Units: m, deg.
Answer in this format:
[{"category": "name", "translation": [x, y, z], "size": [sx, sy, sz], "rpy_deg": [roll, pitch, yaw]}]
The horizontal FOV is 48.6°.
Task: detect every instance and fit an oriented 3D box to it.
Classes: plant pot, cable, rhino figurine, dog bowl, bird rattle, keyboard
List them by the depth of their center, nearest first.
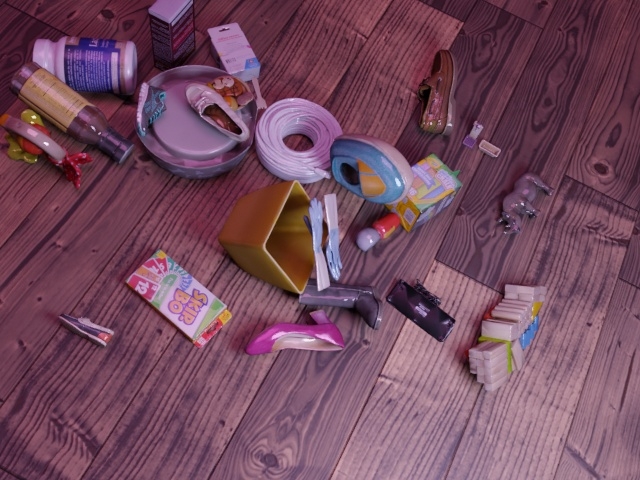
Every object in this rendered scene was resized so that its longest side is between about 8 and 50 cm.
[{"category": "plant pot", "translation": [-0.132, -0.012, 1.814], "size": [0.187, 0.212, 0.212], "rpy_deg": [4, 56, 32]}, {"category": "bird rattle", "translation": [-0.730, -0.241, 1.849], "size": [0.254, 0.207, 0.143], "rpy_deg": [35, 81, 19]}, {"category": "keyboard", "translation": [0.278, 0.180, 1.904], "size": [0.192, 0.038, 0.100], "rpy_deg": [38, 87, 9]}, {"category": "dog bowl", "translation": [-0.348, -0.327, 2.004], "size": [0.349, 0.102, 0.348], "rpy_deg": [4, 63, -8]}, {"category": "cable", "translation": [-0.060, -0.287, 2.042], "size": [0.257, 0.089, 0.257], "rpy_deg": [13, 61, -3]}, {"category": "rhino figurine", "translation": [0.588, -0.105, 2.071], "size": [0.106, 0.073, 0.243], "rpy_deg": [36, 65, 5]}]

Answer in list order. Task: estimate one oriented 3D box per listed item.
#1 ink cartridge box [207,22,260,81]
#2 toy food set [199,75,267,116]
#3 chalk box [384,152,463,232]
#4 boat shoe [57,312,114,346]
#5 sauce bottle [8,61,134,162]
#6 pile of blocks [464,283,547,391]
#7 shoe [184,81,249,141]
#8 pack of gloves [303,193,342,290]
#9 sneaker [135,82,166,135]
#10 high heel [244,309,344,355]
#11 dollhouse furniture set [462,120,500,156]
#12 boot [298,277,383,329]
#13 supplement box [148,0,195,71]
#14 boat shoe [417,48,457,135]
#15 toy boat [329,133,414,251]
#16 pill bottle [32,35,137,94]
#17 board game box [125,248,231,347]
[{"category": "ink cartridge box", "translation": [-0.267, -0.569, 2.161], "size": [0.105, 0.061, 0.181], "rpy_deg": [-19, 69, -19]}, {"category": "toy food set", "translation": [-0.255, -0.414, 1.984], "size": [0.192, 0.038, 0.132], "rpy_deg": [-11, 66, -15]}, {"category": "chalk box", "translation": [0.302, -0.146, 2.009], "size": [0.213, 0.132, 0.132], "rpy_deg": [-33, 73, -24]}, {"category": "boat shoe", "translation": [-0.571, 0.210, 1.725], "size": [0.137, 0.049, 0.043], "rpy_deg": [27, 59, 2]}, {"category": "sauce bottle", "translation": [-0.666, -0.338, 1.921], "size": [0.344, 0.111, 0.111], "rpy_deg": [38, 62, -10]}, {"category": "pile of blocks", "translation": [0.480, 0.246, 1.873], "size": [0.113, 0.148, 0.362], "rpy_deg": [6, 40, 43]}, {"category": "shoe", "translation": [-0.281, -0.349, 1.911], "size": [0.219, 0.058, 0.076], "rpy_deg": [40, 102, 1]}, {"category": "pack of gloves", "translation": [0.000, 0.000, 1.814], "size": [0.046, 0.195, 0.231], "rpy_deg": [-4, 95, 19]}, {"category": "sneaker", "translation": [-0.454, -0.352, 1.909], "size": [0.076, 0.065, 0.166], "rpy_deg": [7, 64, -11]}, {"category": "high heel", "translation": [-0.062, 0.262, 1.770], "size": [0.244, 0.082, 0.117], "rpy_deg": [-16, 56, -31]}, {"category": "dollhouse furniture set", "translation": [0.511, -0.320, 2.159], "size": [0.114, 0.081, 0.091], "rpy_deg": [32, 63, 7]}, {"category": "boot", "translation": [0.048, 0.156, 1.814], "size": [0.209, 0.076, 0.189], "rpy_deg": [13, 18, -11]}, {"category": "supplement box", "translation": [-0.426, -0.606, 2.052], "size": [0.073, 0.239, 0.130], "rpy_deg": [28, 62, 6]}, {"category": "boat shoe", "translation": [0.358, -0.471, 2.193], "size": [0.105, 0.110, 0.307], "rpy_deg": [8, 62, -7]}, {"category": "toy boat", "translation": [0.134, -0.125, 1.892], "size": [0.148, 0.318, 0.268], "rpy_deg": [-36, 38, -29]}, {"category": "pill bottle", "translation": [-0.660, -0.495, 2.005], "size": [0.265, 0.153, 0.153], "rpy_deg": [2, 63, -9]}, {"category": "board game box", "translation": [-0.359, 0.147, 1.804], "size": [0.259, 0.039, 0.124], "rpy_deg": [40, 65, 8]}]
